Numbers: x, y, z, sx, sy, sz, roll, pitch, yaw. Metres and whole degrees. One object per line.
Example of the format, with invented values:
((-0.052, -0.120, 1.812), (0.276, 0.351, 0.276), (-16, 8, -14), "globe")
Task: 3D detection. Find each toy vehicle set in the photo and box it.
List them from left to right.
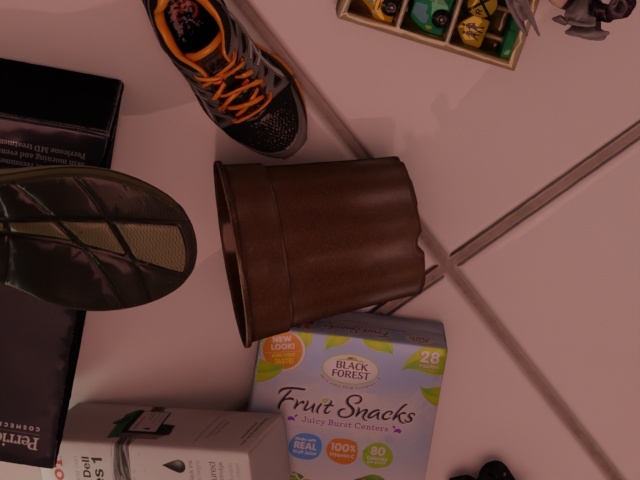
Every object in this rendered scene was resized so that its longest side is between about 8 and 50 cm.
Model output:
((0.130, -0.294, 1.611), (0.166, 0.035, 0.267), (15, 110, -8), "toy vehicle set")

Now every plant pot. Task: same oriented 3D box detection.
((0.000, 0.000, 1.659), (0.165, 0.167, 0.167), (-9, 111, -6), "plant pot")

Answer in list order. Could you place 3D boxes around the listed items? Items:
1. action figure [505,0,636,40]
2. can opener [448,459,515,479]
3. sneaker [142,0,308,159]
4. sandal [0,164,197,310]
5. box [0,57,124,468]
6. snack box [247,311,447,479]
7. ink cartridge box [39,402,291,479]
((0.245, -0.269, 1.562), (0.285, 0.099, 0.185), (-18, 127, -4), "action figure")
((0.197, 0.289, 1.833), (0.059, 0.073, 0.186), (-47, 114, -26), "can opener")
((-0.087, -0.151, 1.634), (0.084, 0.083, 0.215), (-37, 109, 10), "sneaker")
((-0.244, -0.017, 1.495), (0.302, 0.086, 0.120), (3, 117, 12), "sandal")
((-0.366, -0.001, 1.629), (0.343, 0.179, 0.312), (10, 108, -6), "box")
((0.017, 0.171, 1.766), (0.174, 0.070, 0.207), (6, 109, -3), "snack box")
((-0.140, 0.241, 1.731), (0.219, 0.092, 0.160), (0, 108, 22), "ink cartridge box")
